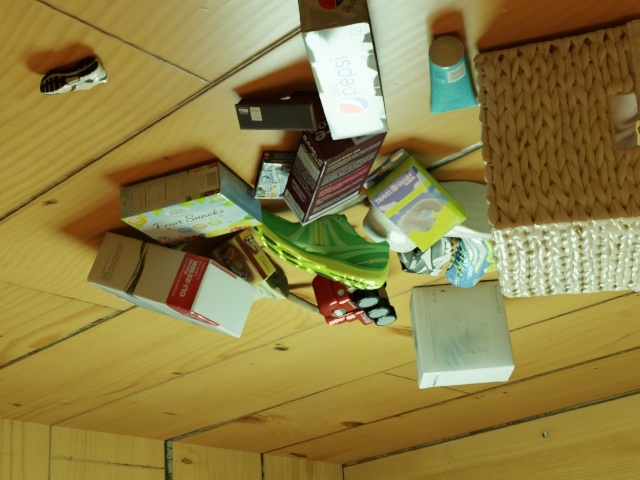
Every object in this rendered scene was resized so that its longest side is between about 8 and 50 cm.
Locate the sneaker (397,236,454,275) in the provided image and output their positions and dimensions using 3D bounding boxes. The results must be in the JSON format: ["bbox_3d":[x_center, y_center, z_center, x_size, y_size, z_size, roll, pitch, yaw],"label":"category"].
[{"bbox_3d":[0.220,0.021,2.055,0.106,0.078,0.234,-5,158,-7],"label":"sneaker"}]

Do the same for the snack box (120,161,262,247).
[{"bbox_3d":[-0.238,-0.062,1.784,0.207,0.070,0.174,-14,157,18],"label":"snack box"}]

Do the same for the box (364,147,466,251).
[{"bbox_3d":[0.170,-0.073,1.753,0.109,0.042,0.178,-39,117,19],"label":"box"}]

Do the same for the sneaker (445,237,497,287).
[{"bbox_3d":[0.321,0.042,2.052,0.126,0.091,0.240,-46,151,0],"label":"sneaker"}]

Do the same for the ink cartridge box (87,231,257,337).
[{"bbox_3d":[-0.298,0.089,1.934,0.272,0.114,0.197,13,166,29],"label":"ink cartridge box"}]

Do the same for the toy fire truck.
[{"bbox_3d":[0.023,0.128,2.208,0.246,0.159,0.217,-22,153,12],"label":"toy fire truck"}]

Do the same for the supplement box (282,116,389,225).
[{"bbox_3d":[0.020,-0.128,1.628,0.130,0.073,0.239,-28,164,-22],"label":"supplement box"}]

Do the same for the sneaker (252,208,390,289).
[{"bbox_3d":[0.000,0.000,1.894,0.295,0.124,0.109,22,162,4],"label":"sneaker"}]

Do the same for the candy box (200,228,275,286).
[{"bbox_3d":[-0.193,0.062,2.022,0.186,0.109,0.053,-29,-172,43],"label":"candy box"}]

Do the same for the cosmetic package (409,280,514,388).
[{"bbox_3d":[0.345,0.232,2.372,0.224,0.224,0.138,-5,156,-1],"label":"cosmetic package"}]

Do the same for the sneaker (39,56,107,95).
[{"bbox_3d":[-0.362,-0.233,1.415,0.109,0.040,0.044,-13,157,18],"label":"sneaker"}]

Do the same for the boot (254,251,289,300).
[{"bbox_3d":[-0.176,0.089,2.137,0.165,0.077,0.213,-9,156,15],"label":"boot"}]

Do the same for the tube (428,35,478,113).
[{"bbox_3d":[0.202,-0.245,1.497,0.080,0.052,0.207,-4,162,10],"label":"tube"}]

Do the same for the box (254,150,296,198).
[{"bbox_3d":[-0.067,-0.117,1.748,0.093,0.027,0.137,1,155,-12],"label":"box"}]

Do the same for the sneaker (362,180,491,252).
[{"bbox_3d":[0.230,-0.041,1.901,0.292,0.108,0.169,10,155,-9],"label":"sneaker"}]

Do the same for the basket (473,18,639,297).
[{"bbox_3d":[0.394,-0.108,1.507,0.266,0.329,0.331,-6,157,13],"label":"basket"}]

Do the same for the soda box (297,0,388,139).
[{"bbox_3d":[0.035,-0.257,1.366,0.091,0.098,0.286,-9,156,6],"label":"soda box"}]

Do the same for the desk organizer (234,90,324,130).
[{"bbox_3d":[-0.064,-0.206,1.519,0.130,0.050,0.047,3,126,20],"label":"desk organizer"}]
